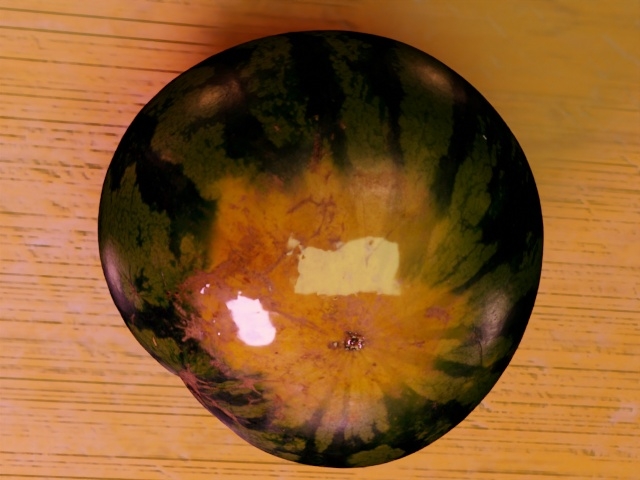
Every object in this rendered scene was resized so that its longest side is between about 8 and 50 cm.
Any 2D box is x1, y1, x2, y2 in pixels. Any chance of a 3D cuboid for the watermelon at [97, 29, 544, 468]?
[{"bbox_3d":[0.001,0.000,0.979,0.269,0.269,0.269,-3,112,-8],"label":"watermelon"}]
